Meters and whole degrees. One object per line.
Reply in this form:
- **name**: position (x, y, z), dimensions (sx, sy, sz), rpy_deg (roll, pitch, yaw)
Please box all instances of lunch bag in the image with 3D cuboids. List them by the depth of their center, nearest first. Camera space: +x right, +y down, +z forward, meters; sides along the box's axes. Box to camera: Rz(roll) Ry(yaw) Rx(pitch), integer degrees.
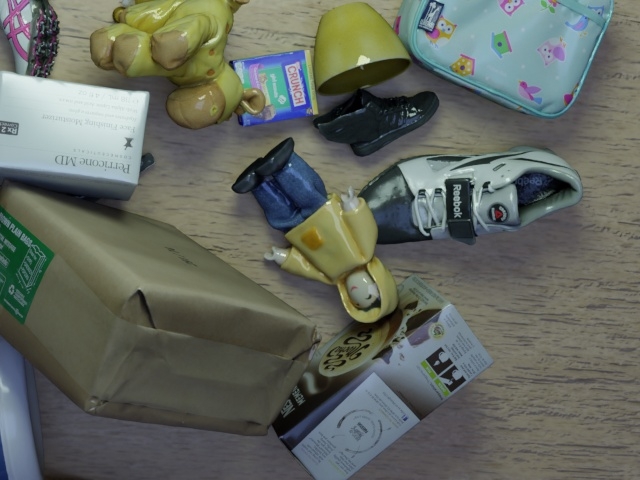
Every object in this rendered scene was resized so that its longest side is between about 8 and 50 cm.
- **lunch bag**: position (0.250, -0.309, 1.564), dimensions (0.279, 0.108, 0.224), rpy_deg (23, 97, -17)

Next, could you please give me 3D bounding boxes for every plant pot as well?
- **plant pot**: position (0.045, -0.263, 1.526), dimensions (0.134, 0.134, 0.095), rpy_deg (-16, 84, -9)

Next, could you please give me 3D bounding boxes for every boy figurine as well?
- **boy figurine**: position (0.000, 0.000, 1.574), dimensions (0.177, 0.092, 0.285), rpy_deg (-30, 105, 30)

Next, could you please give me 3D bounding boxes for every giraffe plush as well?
- **giraffe plush**: position (-0.166, -0.217, 1.456), dimensions (0.210, 0.181, 0.170), rpy_deg (-36, 126, -33)

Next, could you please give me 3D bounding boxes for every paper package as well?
- **paper package**: position (-0.225, 0.083, 1.386), dimensions (0.309, 0.325, 0.168), rpy_deg (19, 100, -48)

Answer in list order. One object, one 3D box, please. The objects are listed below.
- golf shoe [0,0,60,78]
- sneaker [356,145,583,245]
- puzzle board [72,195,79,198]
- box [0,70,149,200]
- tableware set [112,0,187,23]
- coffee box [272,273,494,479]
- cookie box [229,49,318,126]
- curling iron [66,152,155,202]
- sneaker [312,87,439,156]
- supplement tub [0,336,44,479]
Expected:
- **golf shoe**: position (-0.381, -0.289, 1.450), dimensions (0.086, 0.067, 0.186), rpy_deg (6, 104, 14)
- **sneaker**: position (0.210, -0.061, 1.596), dimensions (0.331, 0.146, 0.122), rpy_deg (-15, 107, -8)
- **puzzle board**: position (-0.365, -0.005, 1.505), dimensions (0.096, 0.011, 0.128), rpy_deg (-7, 136, -14)
- **box**: position (-0.315, -0.125, 1.422), dimensions (0.181, 0.182, 0.119), rpy_deg (6, 84, -13)
- **tableware set**: position (-0.200, -0.280, 1.511), dimensions (0.154, 0.024, 0.104), rpy_deg (21, 100, -18)
- **coffee box**: position (0.073, 0.198, 1.610), dimensions (0.297, 0.168, 0.119), rpy_deg (-39, 108, -3)
- **cookie box**: position (-0.063, -0.209, 1.549), dimensions (0.107, 0.040, 0.091), rpy_deg (-11, 104, -11)
- **curling iron**: position (-0.349, -0.056, 1.519), dimensions (0.274, 0.035, 0.068), rpy_deg (-23, 107, -7)
- **sneaker**: position (0.079, -0.178, 1.575), dimensions (0.170, 0.051, 0.089), rpy_deg (-33, 126, -1)
- **supplement tub**: position (-0.528, 0.234, 1.439), dimensions (0.325, 0.235, 0.235), rpy_deg (-8, 105, -12)
